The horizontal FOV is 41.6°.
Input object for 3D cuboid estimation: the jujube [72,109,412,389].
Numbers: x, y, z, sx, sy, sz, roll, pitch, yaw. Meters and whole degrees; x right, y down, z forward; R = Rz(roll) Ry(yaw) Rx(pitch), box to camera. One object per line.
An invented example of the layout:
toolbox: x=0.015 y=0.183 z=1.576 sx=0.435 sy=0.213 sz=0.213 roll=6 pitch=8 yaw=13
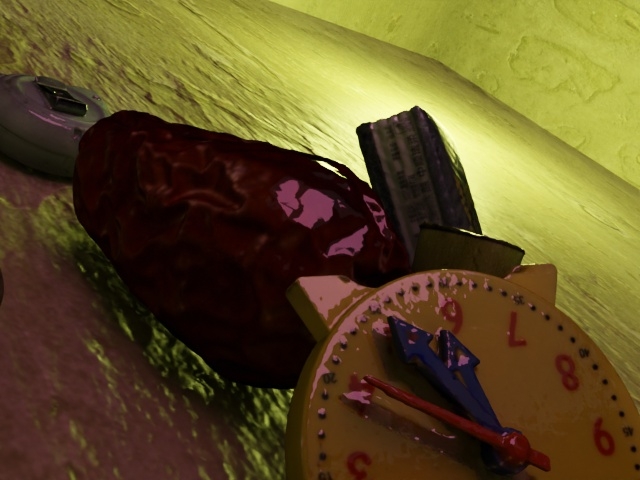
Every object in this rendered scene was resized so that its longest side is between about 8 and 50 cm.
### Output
jujube: x=-0.090 y=-0.008 z=0.750 sx=0.342 sy=0.216 sz=0.216 roll=33 pitch=21 yaw=33

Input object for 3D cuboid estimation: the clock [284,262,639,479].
clock: x=0.114 y=0.143 z=0.571 sx=0.277 sy=0.071 sz=0.293 roll=-8 pitch=70 yaw=-27

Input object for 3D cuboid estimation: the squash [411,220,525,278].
squash: x=0.112 y=0.101 z=0.712 sx=0.094 sy=0.224 sz=0.094 roll=10 pitch=-5 yaw=1

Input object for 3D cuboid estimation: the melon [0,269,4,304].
melon: x=-0.267 y=0.036 z=0.555 sx=0.098 sy=0.098 sz=0.131 roll=32 pitch=18 yaw=16

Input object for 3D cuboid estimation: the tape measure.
tape measure: x=-0.360 y=-0.140 z=0.887 sx=0.330 sy=0.084 sz=0.164 roll=5 pitch=25 yaw=-47

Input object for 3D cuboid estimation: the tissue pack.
tissue pack: x=0.125 y=0.005 z=0.866 sx=0.185 sy=0.081 sz=0.257 roll=16 pitch=58 yaw=-72
